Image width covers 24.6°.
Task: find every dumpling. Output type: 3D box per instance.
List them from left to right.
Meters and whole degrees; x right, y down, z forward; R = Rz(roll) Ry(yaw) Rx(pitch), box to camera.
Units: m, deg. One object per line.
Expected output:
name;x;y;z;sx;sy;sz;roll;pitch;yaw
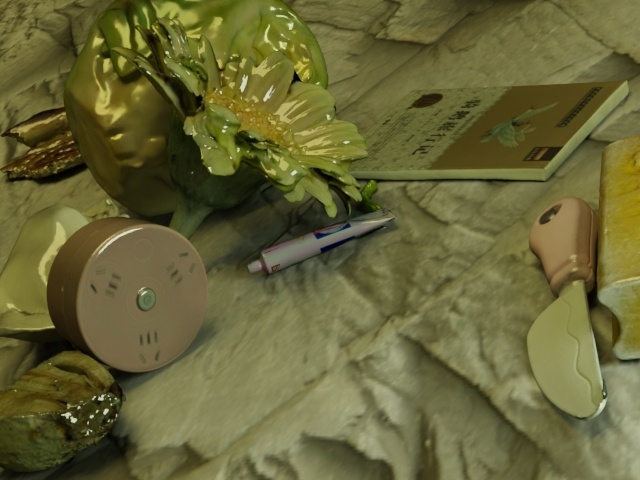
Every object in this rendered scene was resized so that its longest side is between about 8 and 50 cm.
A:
dumpling;-0.272;0.030;1.601;0.162;0.132;0.250;-22;26;17

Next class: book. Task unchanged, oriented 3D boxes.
book;0.181;-0.129;1.736;0.310;0.021;0.217;2;31;39

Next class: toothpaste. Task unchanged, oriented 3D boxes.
toothpaste;0.000;0.000;1.591;0.169;0.028;0.045;-22;15;-8

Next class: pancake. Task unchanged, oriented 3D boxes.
pancake;-0.363;-0.168;2.185;0.257;0.056;0.212;-33;27;-28

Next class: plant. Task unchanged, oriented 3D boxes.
plant;-0.083;-0.096;1.616;0.261;0.297;0.306;-14;33;-25

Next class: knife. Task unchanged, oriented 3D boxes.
knife;0.209;0.059;1.281;0.081;0.043;0.336;-38;17;25

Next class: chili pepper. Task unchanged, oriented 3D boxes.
chili pepper;0.057;-0.049;1.664;0.030;0.017;0.083;-14;24;9

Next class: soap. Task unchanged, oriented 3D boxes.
soap;0.330;-0.009;1.289;0.173;0.089;0.274;-11;26;17

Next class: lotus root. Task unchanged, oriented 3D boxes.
lotus root;-0.244;0.168;1.373;0.143;0.070;0.144;-30;21;-36

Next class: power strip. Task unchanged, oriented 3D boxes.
power strip;-0.191;0.051;1.473;0.154;0.154;0.078;-32;24;-26

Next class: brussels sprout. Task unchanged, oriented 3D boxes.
brussels sprout;-0.158;-0.193;1.825;0.344;0.268;0.344;-10;33;7
